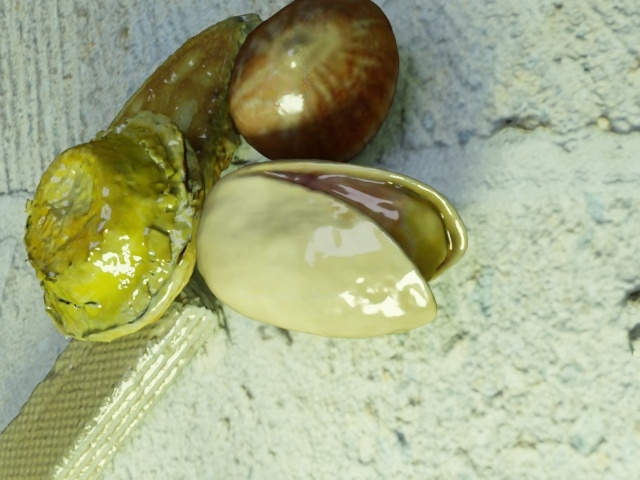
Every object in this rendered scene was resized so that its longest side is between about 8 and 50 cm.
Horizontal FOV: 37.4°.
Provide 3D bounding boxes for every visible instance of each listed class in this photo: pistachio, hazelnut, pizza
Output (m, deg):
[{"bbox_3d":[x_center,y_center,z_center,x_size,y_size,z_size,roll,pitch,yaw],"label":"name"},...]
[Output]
[{"bbox_3d":[0.000,0.000,0.976,0.299,0.187,0.188,3,74,36],"label":"pistachio"},{"bbox_3d":[-0.008,-0.180,1.040,0.176,0.214,0.214,29,90,14],"label":"hazelnut"},{"bbox_3d":[-0.197,-0.162,1.251,0.257,0.087,0.268,1,72,39],"label":"pizza"}]

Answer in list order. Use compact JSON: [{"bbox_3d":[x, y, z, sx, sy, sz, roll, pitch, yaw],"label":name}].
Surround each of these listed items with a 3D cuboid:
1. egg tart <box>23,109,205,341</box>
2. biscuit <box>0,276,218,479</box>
[{"bbox_3d":[-0.259,-0.023,1.112,0.294,0.116,0.295,-17,64,37],"label":"egg tart"},{"bbox_3d":[-0.294,0.206,1.178,0.426,0.078,0.144,-51,50,8],"label":"biscuit"}]
